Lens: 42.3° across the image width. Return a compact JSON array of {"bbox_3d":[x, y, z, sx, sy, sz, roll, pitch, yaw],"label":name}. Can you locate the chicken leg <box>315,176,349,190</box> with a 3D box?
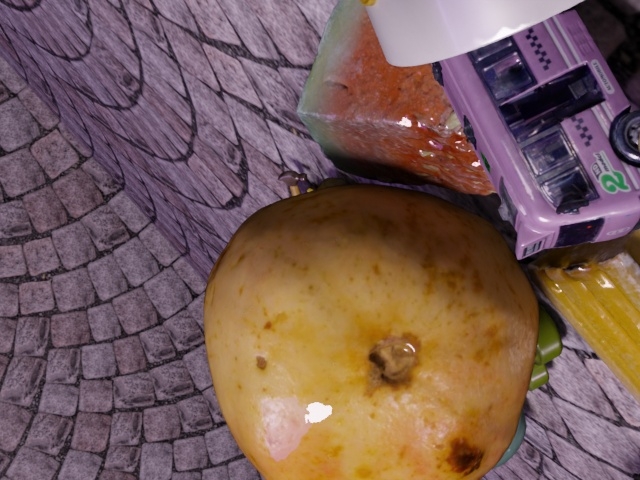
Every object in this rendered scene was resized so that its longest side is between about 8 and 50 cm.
[{"bbox_3d":[0.063,-0.015,1.130,0.178,0.070,0.093,38,-179,7],"label":"chicken leg"}]

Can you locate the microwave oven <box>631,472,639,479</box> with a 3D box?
[{"bbox_3d":[0.429,0.359,0.889,0.188,0.178,0.247,46,164,-1],"label":"microwave oven"}]

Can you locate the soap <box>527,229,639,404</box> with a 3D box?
[{"bbox_3d":[0.304,0.085,0.728,0.232,0.073,0.140,48,166,-7],"label":"soap"}]

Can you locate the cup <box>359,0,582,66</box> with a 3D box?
[{"bbox_3d":[0.068,-0.230,0.427,0.226,0.185,0.241,58,-168,-21],"label":"cup"}]

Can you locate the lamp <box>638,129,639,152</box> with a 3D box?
[{"bbox_3d":[0.278,-0.008,0.430,0.223,0.151,0.215,34,165,29],"label":"lamp"}]

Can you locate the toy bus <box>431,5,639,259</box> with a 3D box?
[{"bbox_3d":[0.143,-0.089,0.545,0.096,0.108,0.199,48,-162,-74],"label":"toy bus"}]

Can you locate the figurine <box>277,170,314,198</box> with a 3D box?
[{"bbox_3d":[0.000,0.000,1.249,0.229,0.112,0.137,41,162,-20],"label":"figurine"}]

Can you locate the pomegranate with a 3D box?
[{"bbox_3d":[0.053,0.096,0.816,0.342,0.342,0.342,42,164,15],"label":"pomegranate"}]

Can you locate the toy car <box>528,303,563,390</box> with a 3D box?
[{"bbox_3d":[0.176,0.100,1.035,0.235,0.145,0.235,63,174,12],"label":"toy car"}]

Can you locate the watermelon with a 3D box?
[{"bbox_3d":[0.112,-0.114,0.696,0.256,0.140,0.193,26,164,32],"label":"watermelon"}]

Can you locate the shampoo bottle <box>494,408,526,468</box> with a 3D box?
[{"bbox_3d":[0.187,0.261,1.323,0.222,0.151,0.349,53,162,-17],"label":"shampoo bottle"}]
